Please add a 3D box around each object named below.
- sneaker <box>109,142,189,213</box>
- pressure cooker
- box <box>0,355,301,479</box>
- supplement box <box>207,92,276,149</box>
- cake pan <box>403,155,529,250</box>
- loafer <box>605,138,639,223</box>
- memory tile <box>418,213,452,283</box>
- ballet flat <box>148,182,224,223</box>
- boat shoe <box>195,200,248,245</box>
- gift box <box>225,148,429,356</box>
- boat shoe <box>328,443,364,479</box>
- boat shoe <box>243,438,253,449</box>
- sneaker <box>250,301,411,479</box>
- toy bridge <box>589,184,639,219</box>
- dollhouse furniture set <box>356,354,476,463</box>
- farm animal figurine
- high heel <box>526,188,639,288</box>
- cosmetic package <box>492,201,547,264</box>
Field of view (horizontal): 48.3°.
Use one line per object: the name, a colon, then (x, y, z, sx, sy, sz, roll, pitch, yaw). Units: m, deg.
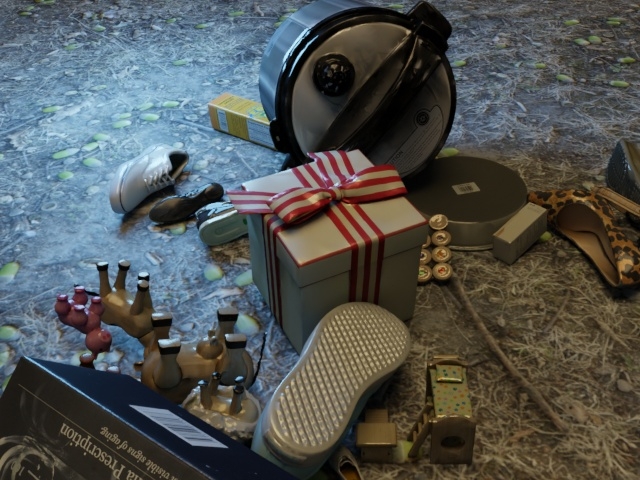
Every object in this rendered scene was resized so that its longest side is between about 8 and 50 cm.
sneaker: (-0.372, -0.145, 1.568, 0.091, 0.094, 0.258, 3, 36, 17)
pressure cooker: (0.068, -0.292, 1.454, 0.376, 0.369, 0.420, -7, 22, -10)
box: (-0.207, 0.334, 0.721, 0.343, 0.179, 0.312, 21, 83, 30)
supplement box: (-0.167, -0.295, 1.766, 0.233, 0.080, 0.078, 24, 47, 29)
cake pan: (0.293, -0.087, 1.465, 0.293, 0.054, 0.293, -2, 37, 2)
loafer: (0.654, -0.116, 1.455, 0.088, 0.094, 0.251, 8, 42, -3)
memory tile: (0.187, 0.016, 1.327, 0.113, 0.012, 0.148, -5, 53, 11)
ballet flat: (-0.283, -0.075, 1.521, 0.173, 0.049, 0.057, -23, 84, -22)
boat shoe: (-0.137, -0.061, 1.445, 0.233, 0.084, 0.079, -15, 39, -10)
gift box: (0.000, 0.000, 1.187, 0.255, 0.258, 0.276, -22, 47, -24)
boat shoe: (0.035, 0.308, 0.974, 0.035, 0.035, 0.100, -13, 36, -13)
boat shoe: (-0.120, 0.300, 0.992, 0.043, 0.049, 0.137, 10, 33, 24)
sneaker: (0.005, 0.213, 1.020, 0.135, 0.150, 0.366, 40, 35, 12)
toy bridge: (0.571, -0.079, 1.385, 0.063, 0.026, 0.188, 30, 12, -17)
dollhouse furniture set: (0.132, 0.216, 1.034, 0.161, 0.101, 0.182, -1, 37, 4)
farm animal figurine: (-0.246, 0.186, 1.073, 0.327, 0.172, 0.330, 6, 28, -5)
high heel: (0.478, -0.009, 1.305, 0.261, 0.093, 0.186, 27, 40, 22)
cosmetic package: (0.375, -0.014, 1.341, 0.115, 0.060, 0.041, -37, 46, -25)
